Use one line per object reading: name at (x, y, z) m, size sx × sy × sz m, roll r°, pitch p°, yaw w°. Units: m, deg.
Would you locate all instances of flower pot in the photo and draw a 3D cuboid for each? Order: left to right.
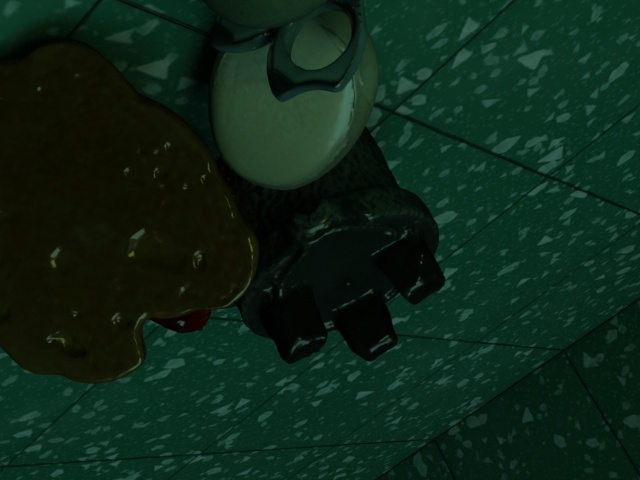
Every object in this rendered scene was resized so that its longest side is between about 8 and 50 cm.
flower pot at (0.000, 0.000, 1.236) m, size 0.299 × 0.282 × 0.299 m, roll -21°, pitch 154°, yaw -11°

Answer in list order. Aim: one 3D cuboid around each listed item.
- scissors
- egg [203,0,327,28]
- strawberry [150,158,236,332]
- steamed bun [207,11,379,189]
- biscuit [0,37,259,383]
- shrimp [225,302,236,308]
scissors at (0.038, -0.302, 0.920) m, size 0.360 × 0.191 × 0.029 m, roll -51°, pitch 153°, yaw 10°
egg at (-0.038, -0.285, 0.820) m, size 0.169 × 0.169 × 0.236 m, roll -12°, pitch 155°, yaw -28°
strawberry at (-0.184, -0.002, 1.103) m, size 0.205 × 0.244 × 0.205 m, roll -15°, pitch 142°, yaw -12°
steamed bun at (-0.028, -0.166, 1.061) m, size 0.130 × 0.177 × 0.228 m, roll -61°, pitch 175°, yaw -55°
biscuit at (-0.245, -0.016, 0.969) m, size 0.312 × 0.351 × 0.057 m, roll -53°, pitch -172°, yaw 8°
shrimp at (-0.116, 0.027, 1.436) m, size 0.262 × 0.051 × 0.198 m, roll -39°, pitch 150°, yaw 29°
